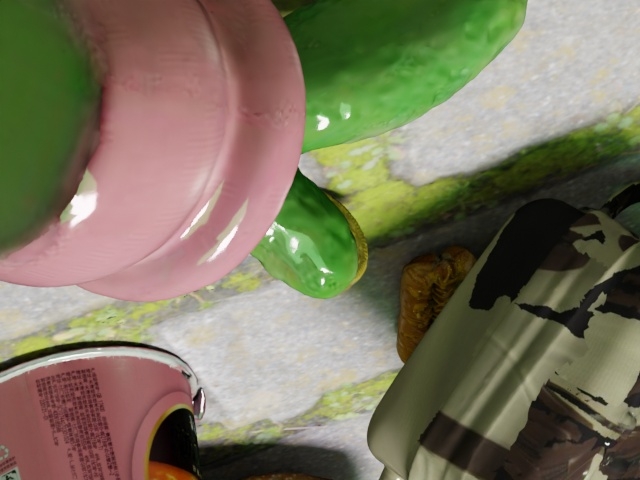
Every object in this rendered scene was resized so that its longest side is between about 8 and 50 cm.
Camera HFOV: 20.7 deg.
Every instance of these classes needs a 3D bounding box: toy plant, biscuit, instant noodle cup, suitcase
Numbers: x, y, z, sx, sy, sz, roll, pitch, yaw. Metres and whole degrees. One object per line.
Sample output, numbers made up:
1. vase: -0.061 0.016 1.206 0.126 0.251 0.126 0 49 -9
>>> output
1. toy plant: -0.069 -0.079 1.032 0.317 0.211 0.356 -33 157 27
2. biscuit: 0.000 0.000 1.305 0.084 0.084 0.023 13 140 -40
3. instant noodle cup: -0.187 0.250 1.453 0.244 0.255 0.244 -15 151 -8
4. suitcase: 0.212 0.106 1.445 0.339 0.194 0.351 -55 153 -2

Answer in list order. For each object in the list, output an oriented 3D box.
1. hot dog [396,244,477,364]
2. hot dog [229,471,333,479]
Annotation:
1. hot dog: 0.100 0.058 1.484 0.071 0.045 0.165 -12 149 -7
2. hot dog: -0.109 0.338 1.682 0.387 0.174 0.267 -22 165 -26
